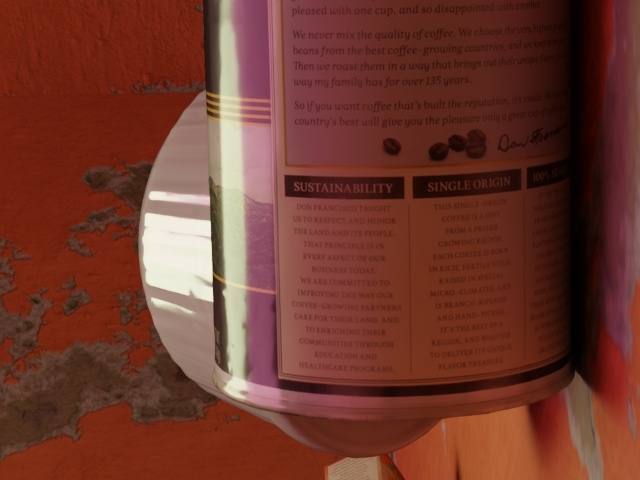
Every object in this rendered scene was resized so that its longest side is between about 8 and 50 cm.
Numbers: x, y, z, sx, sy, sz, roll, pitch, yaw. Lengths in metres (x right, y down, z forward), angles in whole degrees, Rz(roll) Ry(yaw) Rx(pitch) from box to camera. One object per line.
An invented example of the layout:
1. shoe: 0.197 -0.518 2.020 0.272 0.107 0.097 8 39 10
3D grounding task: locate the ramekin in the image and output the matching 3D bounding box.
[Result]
1. ramekin: 0.000 0.000 1.200 0.273 0.127 0.272 -9 -78 -47

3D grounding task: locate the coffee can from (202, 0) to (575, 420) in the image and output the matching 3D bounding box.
1. coffee can: 0.037 -0.060 0.985 0.201 0.202 0.275 -98 6 -81

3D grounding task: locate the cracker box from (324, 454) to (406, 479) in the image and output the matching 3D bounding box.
1. cracker box: 0.070 0.317 1.682 0.155 0.067 0.232 57 -166 -26
